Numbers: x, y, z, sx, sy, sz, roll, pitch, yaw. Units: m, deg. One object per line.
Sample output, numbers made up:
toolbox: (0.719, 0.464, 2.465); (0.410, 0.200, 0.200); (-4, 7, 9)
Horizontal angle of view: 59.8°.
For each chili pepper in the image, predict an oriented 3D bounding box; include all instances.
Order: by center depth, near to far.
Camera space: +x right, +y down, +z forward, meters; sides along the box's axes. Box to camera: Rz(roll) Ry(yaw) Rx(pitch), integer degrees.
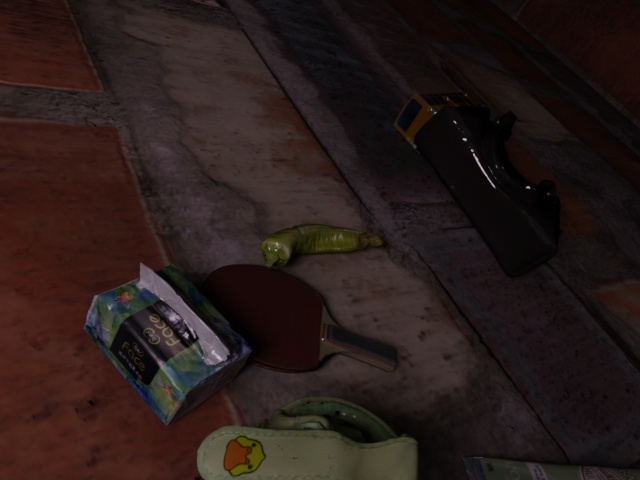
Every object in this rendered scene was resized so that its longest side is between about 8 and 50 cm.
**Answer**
chili pepper: (-0.001, -0.001, 0.677); (0.208, 0.049, 0.043); (-10, 98, -46)

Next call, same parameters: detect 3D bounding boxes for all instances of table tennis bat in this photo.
table tennis bat: (-0.021, 0.089, 0.579); (0.220, 0.019, 0.130); (22, 37, -13)

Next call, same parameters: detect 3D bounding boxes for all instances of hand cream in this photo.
hand cream: (0.260, 0.264, 0.568); (0.235, 0.055, 0.086); (9, 40, -19)

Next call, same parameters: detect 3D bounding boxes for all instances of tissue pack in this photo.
tissue pack: (-0.123, 0.076, 0.466); (0.111, 0.079, 0.085); (44, 37, 15)

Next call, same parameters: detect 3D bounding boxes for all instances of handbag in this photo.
handbag: (0.303, -0.104, 0.924); (0.285, 0.113, 0.257); (56, 36, 5)

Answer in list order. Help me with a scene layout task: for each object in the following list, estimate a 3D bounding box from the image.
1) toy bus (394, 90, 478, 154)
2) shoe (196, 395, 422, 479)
toy bus: (0.236, -0.232, 1.077); (0.182, 0.091, 0.103); (-17, 60, -44)
shoe: (-0.002, 0.174, 0.338); (0.140, 0.262, 0.128); (-1, 85, 0)
